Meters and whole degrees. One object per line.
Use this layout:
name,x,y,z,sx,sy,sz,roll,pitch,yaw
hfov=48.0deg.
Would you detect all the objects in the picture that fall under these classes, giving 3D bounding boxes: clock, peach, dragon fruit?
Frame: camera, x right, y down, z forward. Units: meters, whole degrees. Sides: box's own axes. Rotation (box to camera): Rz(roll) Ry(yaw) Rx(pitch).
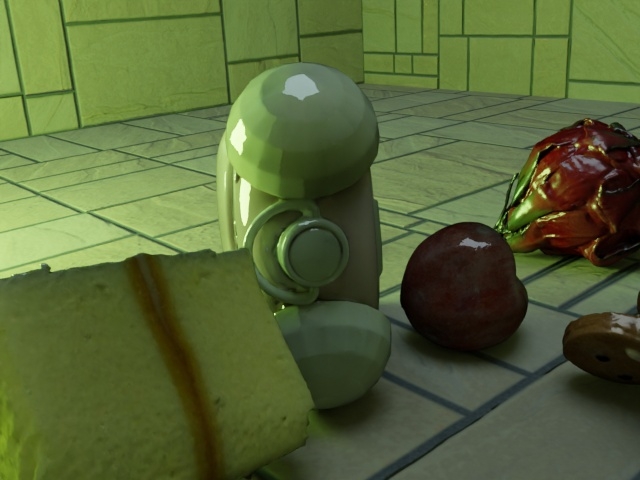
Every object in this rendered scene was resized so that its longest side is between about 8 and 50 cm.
clock,-0.021,-0.016,0.792,0.183,0.342,0.326,-11,12,-7
peach,0.163,0.056,0.849,0.152,0.152,0.152,-3,19,1
dragon fruit,0.386,-0.054,1.081,0.293,0.234,0.234,-35,21,1

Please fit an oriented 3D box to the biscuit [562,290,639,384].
biscuit,0.367,0.099,0.638,0.324,0.205,0.049,-8,51,46

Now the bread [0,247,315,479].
bread,-0.175,0.145,0.604,0.263,0.198,0.236,-7,-19,-48
